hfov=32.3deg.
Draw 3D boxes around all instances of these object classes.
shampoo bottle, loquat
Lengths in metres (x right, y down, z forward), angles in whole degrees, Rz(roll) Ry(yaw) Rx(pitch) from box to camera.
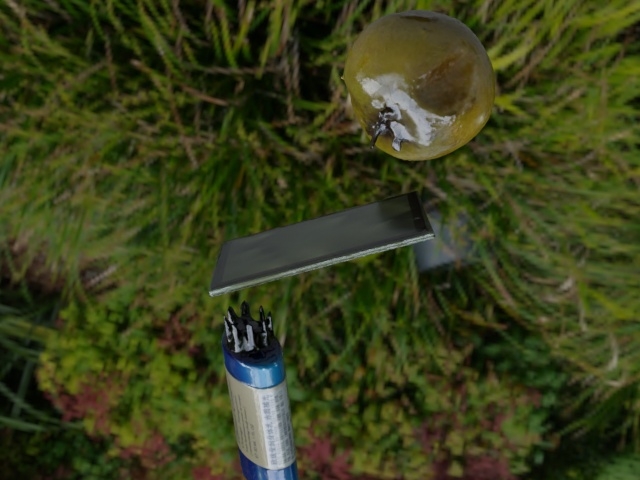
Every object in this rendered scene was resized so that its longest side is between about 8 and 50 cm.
[{"bbox_3d":[-0.057,0.145,1.023,0.050,0.183,0.087,-16,-153,-20],"label":"shampoo bottle"},{"bbox_3d":[0.133,-0.210,1.493,0.213,0.213,0.213,11,162,4],"label":"loquat"}]

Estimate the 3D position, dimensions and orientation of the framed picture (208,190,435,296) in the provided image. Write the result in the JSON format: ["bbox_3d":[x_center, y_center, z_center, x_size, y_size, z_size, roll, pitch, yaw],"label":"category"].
[{"bbox_3d":[0.000,0.000,1.154,0.231,0.010,0.173,-14,-164,5],"label":"framed picture"}]
